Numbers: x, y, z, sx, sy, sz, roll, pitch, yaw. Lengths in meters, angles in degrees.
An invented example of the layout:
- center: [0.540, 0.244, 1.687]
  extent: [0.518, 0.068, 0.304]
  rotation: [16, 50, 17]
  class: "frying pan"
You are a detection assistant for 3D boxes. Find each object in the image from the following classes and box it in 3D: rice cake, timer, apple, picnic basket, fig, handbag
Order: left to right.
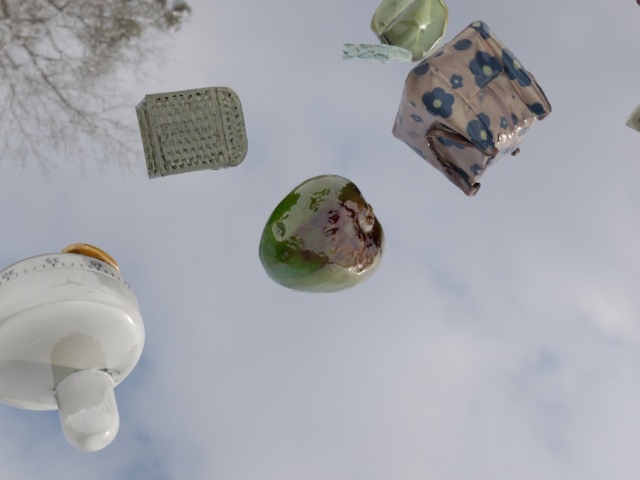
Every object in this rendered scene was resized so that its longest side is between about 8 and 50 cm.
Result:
- center: [-0.347, 0.141, 1.109]
  extent: [0.233, 0.234, 0.240]
  rotation: [-3, -140, -24]
  class: "timer"
- center: [-0.208, -0.175, 1.362]
  extent: [0.154, 0.134, 0.196]
  rotation: [-13, -174, -16]
  class: "picnic basket"
- center: [0.000, 0.000, 1.269]
  extent: [0.191, 0.181, 0.181]
  rotation: [-21, -142, 5]
  class: "fig"
- center: [0.136, -0.432, 1.935]
  extent: [0.124, 0.038, 0.211]
  rotation: [5, -170, 15]
  class: "rice cake"
- center: [0.241, -0.573, 2.206]
  extent: [0.207, 0.188, 0.174]
  rotation: [52, -171, 29]
  class: "apple"
- center: [0.244, -0.203, 1.357]
  extent: [0.190, 0.251, 0.193]
  rotation: [-37, -102, -11]
  class: "handbag"

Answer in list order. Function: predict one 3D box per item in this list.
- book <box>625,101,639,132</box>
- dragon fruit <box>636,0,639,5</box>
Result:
- center: [0.701, -0.255, 1.479]
  extent: [0.202, 0.264, 0.027]
  rotation: [29, -129, 4]
  class: "book"
- center: [0.387, -0.282, 0.713]
  extent: [0.292, 0.234, 0.234]
  rotation: [-4, -146, 7]
  class: "dragon fruit"
